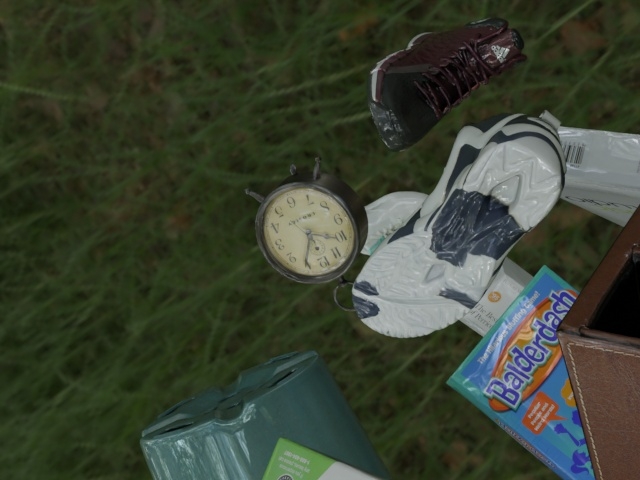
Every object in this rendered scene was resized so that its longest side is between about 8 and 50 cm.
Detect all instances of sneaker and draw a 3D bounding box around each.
[{"bbox_3d":[0.096,-0.019,2.193,0.212,0.094,0.080,-11,143,6],"label":"sneaker"},{"bbox_3d":[0.166,-0.213,1.590,0.162,0.281,0.106,-17,113,29],"label":"sneaker"},{"bbox_3d":[0.126,-0.024,1.093,0.094,0.153,0.235,35,123,2],"label":"sneaker"}]

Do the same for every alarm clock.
[{"bbox_3d":[0.000,0.000,1.539,0.129,0.064,0.192,-21,101,25],"label":"alarm clock"}]

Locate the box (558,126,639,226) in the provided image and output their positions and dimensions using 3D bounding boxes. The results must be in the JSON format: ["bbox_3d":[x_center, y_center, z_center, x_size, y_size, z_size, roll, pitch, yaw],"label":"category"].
[{"bbox_3d":[0.359,-0.040,1.251,0.232,0.322,0.058,12,87,40],"label":"box"}]

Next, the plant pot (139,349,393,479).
[{"bbox_3d":[-0.048,0.339,1.621,0.341,0.341,0.334,-19,98,53],"label":"plant pot"}]

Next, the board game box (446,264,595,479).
[{"bbox_3d":[0.262,0.153,1.337,0.210,0.160,0.047,39,169,9],"label":"board game box"}]

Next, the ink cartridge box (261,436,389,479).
[{"bbox_3d":[0.000,0.343,1.180,0.114,0.273,0.198,27,171,-33],"label":"ink cartridge box"}]

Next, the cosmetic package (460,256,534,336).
[{"bbox_3d":[0.297,0.119,1.788,0.239,0.060,0.099,34,114,-26],"label":"cosmetic package"}]

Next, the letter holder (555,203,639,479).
[{"bbox_3d":[0.298,0.134,0.792,0.214,0.152,0.302,11,137,37],"label":"letter holder"}]
